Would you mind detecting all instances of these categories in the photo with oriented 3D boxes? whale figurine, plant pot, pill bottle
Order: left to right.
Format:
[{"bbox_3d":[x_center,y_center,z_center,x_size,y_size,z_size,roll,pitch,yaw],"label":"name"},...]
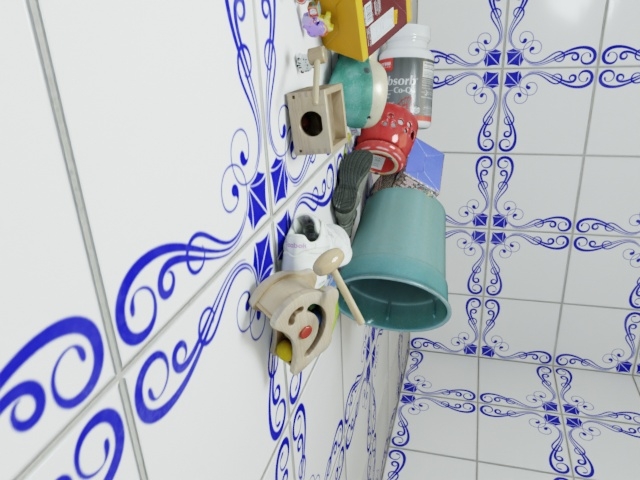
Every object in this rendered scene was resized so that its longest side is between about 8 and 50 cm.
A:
[{"bbox_3d":[0.074,-0.414,1.385,0.216,0.141,0.272,110,-28,-59],"label":"whale figurine"},{"bbox_3d":[0.208,-0.316,1.739,0.191,0.191,0.174,65,35,-60],"label":"plant pot"},{"bbox_3d":[0.227,0.047,1.590,0.341,0.341,0.334,71,29,-55],"label":"plant pot"},{"bbox_3d":[0.320,-0.606,2.040,0.210,0.210,0.363,-27,119,-72],"label":"pill bottle"}]

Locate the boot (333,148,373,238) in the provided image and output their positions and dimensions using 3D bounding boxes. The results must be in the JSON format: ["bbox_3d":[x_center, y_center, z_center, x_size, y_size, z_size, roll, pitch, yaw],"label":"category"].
[{"bbox_3d":[0.089,-0.135,1.586,0.161,0.083,0.247,85,24,-57],"label":"boot"}]

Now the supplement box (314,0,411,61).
[{"bbox_3d":[0.099,-0.561,1.247,0.194,0.129,0.191,-46,147,-21],"label":"supplement box"}]

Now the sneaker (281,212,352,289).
[{"bbox_3d":[0.000,0.000,1.192,0.305,0.114,0.152,-49,141,-65],"label":"sneaker"}]

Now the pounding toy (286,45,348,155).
[{"bbox_3d":[-0.021,-0.282,1.098,0.181,0.094,0.206,-49,135,-62],"label":"pounding toy"}]

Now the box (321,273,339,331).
[{"bbox_3d":[0.014,0.155,1.420,0.109,0.042,0.178,-67,156,-52],"label":"box"}]

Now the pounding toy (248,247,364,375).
[{"bbox_3d":[-0.027,0.149,0.987,0.154,0.155,0.270,-24,135,-35],"label":"pounding toy"}]

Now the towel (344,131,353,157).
[{"bbox_3d":[0.085,-0.279,1.634,0.060,0.009,0.083,71,27,-57],"label":"towel"}]

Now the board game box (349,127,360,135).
[{"bbox_3d":[0.108,-0.413,1.655,0.103,0.026,0.154,42,53,-71],"label":"board game box"}]

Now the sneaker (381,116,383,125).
[{"bbox_3d":[0.202,-0.471,1.910,0.071,0.066,0.188,-21,115,-74],"label":"sneaker"}]

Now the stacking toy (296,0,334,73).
[{"bbox_3d":[-0.028,-0.479,1.109,0.221,0.052,0.167,72,25,-50],"label":"stacking toy"}]

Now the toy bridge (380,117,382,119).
[{"bbox_3d":[0.187,-0.346,1.891,0.026,0.063,0.188,-68,158,-49],"label":"toy bridge"}]

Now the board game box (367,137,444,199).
[{"bbox_3d":[0.286,-0.175,1.895,0.291,0.141,0.232,-53,-167,43],"label":"board game box"}]
